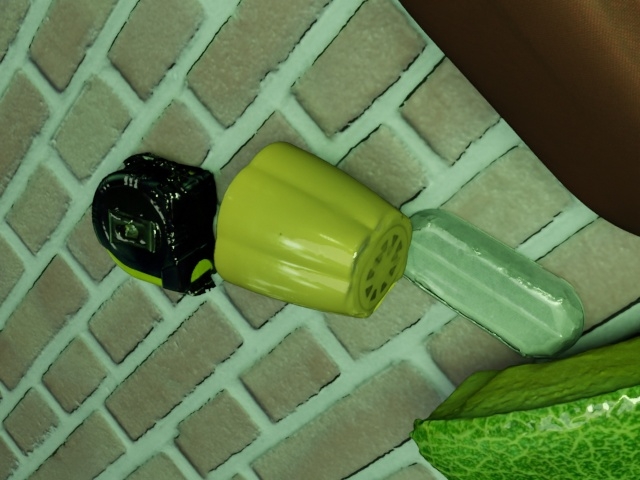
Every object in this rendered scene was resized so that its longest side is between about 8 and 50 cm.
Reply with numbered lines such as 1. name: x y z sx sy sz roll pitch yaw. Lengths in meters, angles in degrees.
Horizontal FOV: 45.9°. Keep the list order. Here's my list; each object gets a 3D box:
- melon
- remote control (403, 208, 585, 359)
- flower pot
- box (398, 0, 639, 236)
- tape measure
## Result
1. melon: 0.321 0.166 0.761 0.331 0.226 0.343 32 144 -27
2. remote control: 0.194 0.051 0.898 0.247 0.052 0.104 32 121 19
3. flower pot: 0.000 0.000 0.892 0.179 0.195 0.195 24 120 30
4. box: 0.221 -0.136 0.599 0.404 0.263 0.108 40 88 -27
5. tape measure: -0.241 -0.023 1.089 0.186 0.112 0.199 14 114 27
